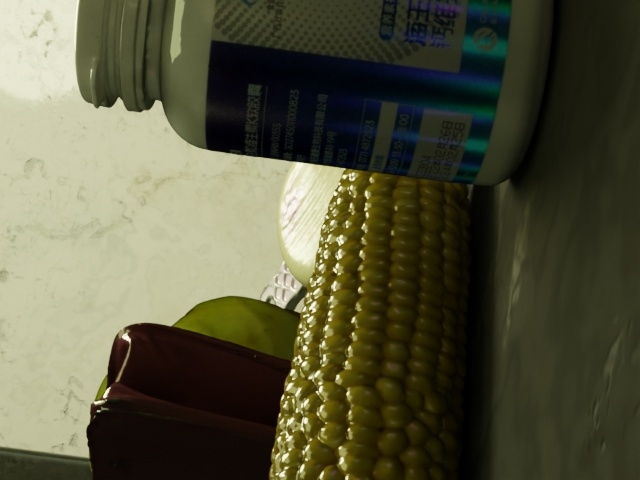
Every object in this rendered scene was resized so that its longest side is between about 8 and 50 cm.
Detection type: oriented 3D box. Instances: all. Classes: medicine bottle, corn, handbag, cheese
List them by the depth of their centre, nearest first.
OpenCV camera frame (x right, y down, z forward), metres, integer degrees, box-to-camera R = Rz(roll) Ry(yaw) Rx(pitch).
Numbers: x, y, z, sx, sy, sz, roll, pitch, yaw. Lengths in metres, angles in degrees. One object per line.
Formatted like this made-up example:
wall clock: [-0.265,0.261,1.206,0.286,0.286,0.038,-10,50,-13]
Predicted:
medicine bottle: [-0.003,-0.086,0.502,0.107,0.191,0.107,-172,90,-88]
corn: [0.029,0.062,0.565,0.091,0.091,0.260,105,174,-59]
handbag: [-0.042,0.151,0.724,0.216,0.203,0.074,100,-174,-50]
cheese: [0.000,0.000,0.988,0.227,0.064,0.137,-55,43,37]

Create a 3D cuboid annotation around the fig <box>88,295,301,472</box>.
fig: [-0.065,0.180,0.937,0.271,0.239,0.239,-116,29,-56]
